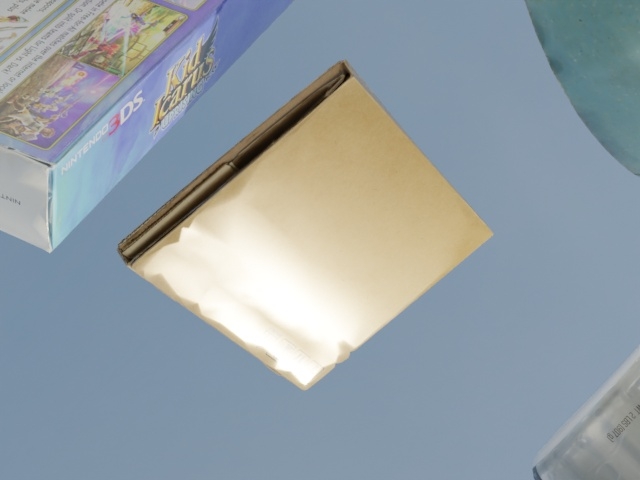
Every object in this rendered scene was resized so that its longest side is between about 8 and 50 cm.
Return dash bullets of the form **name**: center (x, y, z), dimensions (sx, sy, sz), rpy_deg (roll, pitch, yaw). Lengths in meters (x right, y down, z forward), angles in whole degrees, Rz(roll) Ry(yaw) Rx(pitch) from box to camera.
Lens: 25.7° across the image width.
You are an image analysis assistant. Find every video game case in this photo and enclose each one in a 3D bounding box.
- **video game case**: center (-0.175, -0.131, 0.757), dimensions (0.244, 0.061, 0.269), rpy_deg (21, -137, 15)

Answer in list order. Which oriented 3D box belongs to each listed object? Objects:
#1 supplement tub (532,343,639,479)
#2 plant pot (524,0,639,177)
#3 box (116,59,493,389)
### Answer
- **supplement tub**: center (0.339, 0.221, 1.096), dimensions (0.316, 0.193, 0.193), rpy_deg (43, -116, 12)
- **plant pot**: center (0.243, -0.174, 0.637), dimensions (0.290, 0.195, 0.290), rpy_deg (5, -97, -46)
- **box**: center (0.000, 0.000, 0.834), dimensions (0.164, 0.201, 0.021), rpy_deg (-40, -129, 7)
